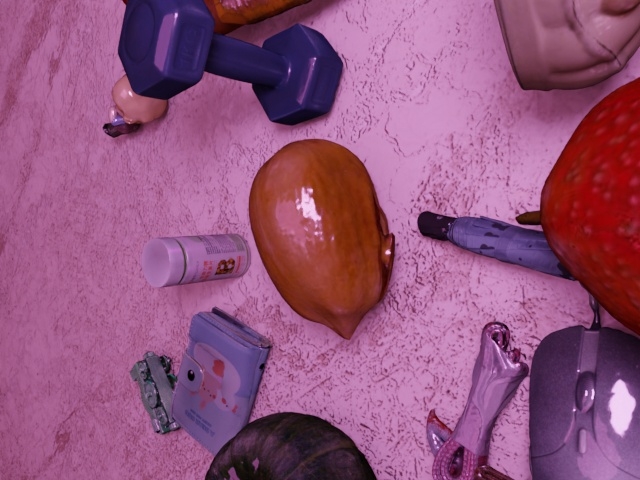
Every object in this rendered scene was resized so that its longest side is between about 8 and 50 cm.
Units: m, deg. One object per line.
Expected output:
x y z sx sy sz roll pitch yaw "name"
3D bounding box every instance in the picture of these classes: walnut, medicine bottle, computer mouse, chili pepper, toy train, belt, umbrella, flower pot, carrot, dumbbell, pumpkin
0.000 0.000 0.885 0.203 0.203 0.298 -12 88 40 "walnut"
-0.217 0.033 1.075 0.086 0.183 0.086 4 96 40 "medicine bottle"
0.314 0.213 0.703 0.167 0.090 0.380 -7 87 39 "computer mouse"
0.190 0.308 0.842 0.050 0.041 0.153 -33 68 0 "chili pepper"
-0.343 0.326 1.276 0.104 0.071 0.178 -47 62 41 "toy train"
0.211 0.222 0.790 0.071 0.053 0.232 20 94 32 "belt"
0.227 -0.002 0.774 0.250 0.052 0.053 21 89 46 "umbrella"
0.286 -0.310 0.569 0.244 0.307 0.308 -11 85 25 "flower pot"
-0.036 -0.390 0.911 0.260 0.070 0.070 -15 82 13 "carrot"
-0.123 -0.265 0.885 0.159 0.324 0.144 -11 80 44 "dumbbell"
-0.052 0.415 0.935 0.300 0.207 0.300 -13 67 31 "pumpkin"

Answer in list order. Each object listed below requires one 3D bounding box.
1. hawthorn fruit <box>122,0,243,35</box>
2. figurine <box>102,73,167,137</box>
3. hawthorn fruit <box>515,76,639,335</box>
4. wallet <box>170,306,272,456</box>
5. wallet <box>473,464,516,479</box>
-0.218 -0.466 1.009 0.258 0.261 0.258 -52 23 34 "hawthorn fruit"
-0.397 -0.283 1.271 0.196 0.114 0.108 -18 105 50 "figurine"
0.340 -0.023 0.559 0.368 0.284 0.285 0 93 49 "hawthorn fruit"
-0.192 0.269 1.145 0.176 0.075 0.251 26 110 30 "wallet"
0.254 0.389 0.738 0.124 0.042 0.230 11 120 46 "wallet"
